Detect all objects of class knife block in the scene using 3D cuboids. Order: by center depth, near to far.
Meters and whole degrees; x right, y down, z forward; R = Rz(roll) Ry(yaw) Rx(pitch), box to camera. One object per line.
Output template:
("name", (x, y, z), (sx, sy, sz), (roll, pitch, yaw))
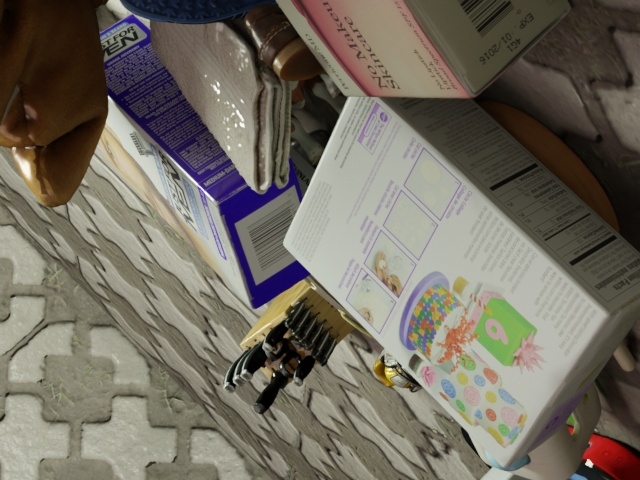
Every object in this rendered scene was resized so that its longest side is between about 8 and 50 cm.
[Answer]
("knife block", (-0.053, 0.145, 2.412), (0.088, 0.242, 0.276), (50, 163, -7))

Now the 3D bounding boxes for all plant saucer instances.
("plant saucer", (0.205, -0.049, 1.694), (0.200, 0.037, 0.200), (42, 163, 16))

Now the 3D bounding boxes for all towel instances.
("towel", (-0.112, -0.193, 1.797), (0.282, 0.049, 0.187), (53, 154, 35))

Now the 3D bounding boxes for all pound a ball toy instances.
("pound a ball toy", (0.227, 0.147, 1.838), (0.208, 0.135, 0.319), (15, 151, 31))

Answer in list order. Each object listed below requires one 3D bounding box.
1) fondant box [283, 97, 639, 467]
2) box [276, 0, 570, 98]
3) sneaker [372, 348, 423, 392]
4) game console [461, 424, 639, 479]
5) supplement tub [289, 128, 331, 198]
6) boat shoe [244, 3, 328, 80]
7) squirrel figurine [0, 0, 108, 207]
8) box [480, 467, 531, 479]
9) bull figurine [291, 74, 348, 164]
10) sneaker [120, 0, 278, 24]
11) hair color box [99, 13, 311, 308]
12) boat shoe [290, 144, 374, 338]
("fondant box", (0.135, 0.018, 1.652), (0.330, 0.096, 0.238), (46, 137, 21))
("box", (0.076, -0.214, 1.481), (0.148, 0.127, 0.232), (53, 162, -19))
("sneaker", (0.139, 0.160, 2.237), (0.088, 0.093, 0.225), (50, 163, -7))
("game console", (0.362, 0.361, 2.205), (0.342, 0.060, 0.386), (54, 163, -19))
("supplement tub", (0.025, -0.029, 2.043), (0.190, 0.117, 0.117), (45, 163, 6))
("boat shoe", (0.007, -0.196, 1.661), (0.073, 0.073, 0.207), (49, -155, 21))
("squirrel figurine", (-0.367, -0.272, 1.815), (0.281, 0.397, 0.370), (26, 169, 22))
("box", (0.242, 0.323, 2.137), (0.087, 0.101, 0.102), (47, 164, -5))
("bull figurine", (-0.044, -0.195, 1.872), (0.188, 0.101, 0.310), (41, 165, 8))
("sneaker", (-0.084, -0.246, 1.666), (0.090, 0.232, 0.081), (169, 95, -80))
("hair color box", (-0.148, -0.094, 1.981), (0.339, 0.110, 0.185), (45, 160, 40))
("boat shoe", (0.000, 0.000, 2.153), (0.324, 0.116, 0.096), (42, 143, 2))
